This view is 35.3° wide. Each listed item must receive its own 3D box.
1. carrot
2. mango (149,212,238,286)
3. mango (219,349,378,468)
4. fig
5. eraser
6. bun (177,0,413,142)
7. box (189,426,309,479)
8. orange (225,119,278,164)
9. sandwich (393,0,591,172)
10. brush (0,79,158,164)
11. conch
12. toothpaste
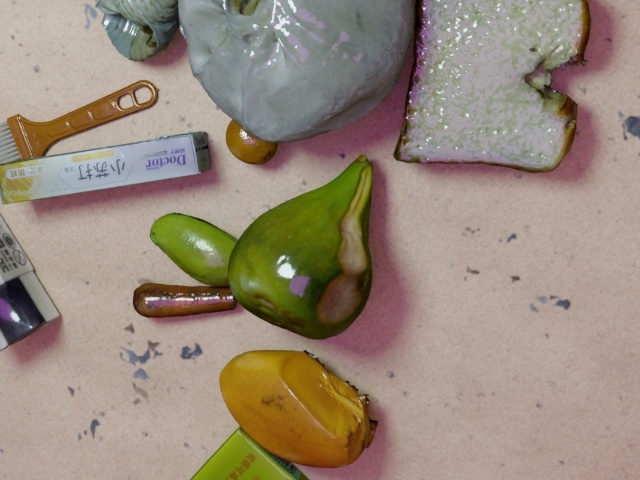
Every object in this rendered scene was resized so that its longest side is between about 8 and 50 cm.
[{"bbox_3d":[-0.208,0.092,1.547,0.161,0.055,0.055,-1,99,4],"label":"carrot"},{"bbox_3d":[-0.185,0.014,1.515,0.165,0.074,0.091,23,105,7],"label":"mango"},{"bbox_3d":[-0.042,0.249,1.502,0.252,0.126,0.154,23,123,15],"label":"mango"},{"bbox_3d":[0.000,0.000,1.440,0.206,0.206,0.275,26,77,6],"label":"fig"},{"bbox_3d":[-0.564,-0.023,1.571,0.096,0.098,0.404,-30,92,15],"label":"eraser"},{"bbox_3d":[-0.039,-0.305,1.344,0.354,0.194,0.355,-1,86,23],"label":"bun"},{"bbox_3d":[-0.058,0.464,1.581,0.335,0.047,0.187,42,104,2],"label":"box"},{"bbox_3d":[-0.099,-0.151,1.469,0.085,0.085,0.085,2,100,11],"label":"orange"},{"bbox_3d":[0.238,-0.233,1.382,0.248,0.095,0.273,7,102,10],"label":"sandwich"},{"bbox_3d":[-0.390,-0.179,1.554,0.314,0.017,0.090,-19,95,13],"label":"brush"},{"bbox_3d":[-0.253,-0.331,1.454,0.102,0.153,0.135,-17,98,-27],"label":"conch"},{"bbox_3d":[-0.324,-0.108,1.507,0.312,0.089,0.071,-8,98,9],"label":"toothpaste"}]
